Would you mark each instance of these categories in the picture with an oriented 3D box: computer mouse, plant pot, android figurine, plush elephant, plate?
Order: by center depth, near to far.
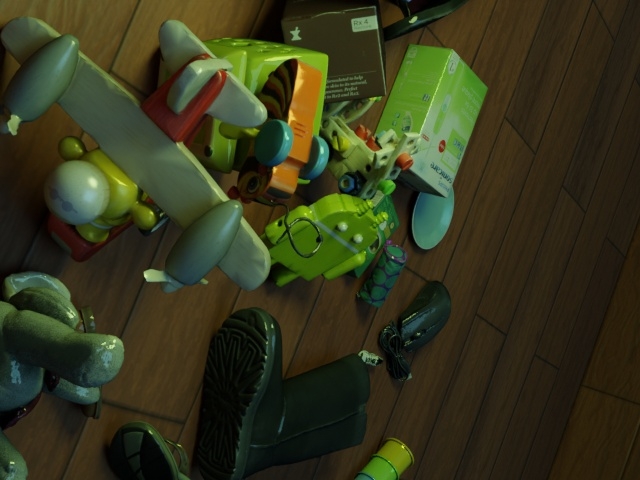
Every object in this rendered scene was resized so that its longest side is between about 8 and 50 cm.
[{"bbox_3d":[-0.427,0.179,1.338,0.272,0.330,0.255,-59,166,2],"label":"plush elephant"},{"bbox_3d":[-0.145,-0.221,1.563,0.207,0.228,0.227,-4,107,-46],"label":"plant pot"},{"bbox_3d":[0.000,0.000,1.828,0.248,0.272,0.056,39,28,-52],"label":"android figurine"},{"bbox_3d":[0.271,-0.071,2.323,0.188,0.024,0.188,-25,123,-46],"label":"plate"},{"bbox_3d":[0.260,0.216,2.378,0.272,0.072,0.188,-49,136,-30],"label":"computer mouse"}]

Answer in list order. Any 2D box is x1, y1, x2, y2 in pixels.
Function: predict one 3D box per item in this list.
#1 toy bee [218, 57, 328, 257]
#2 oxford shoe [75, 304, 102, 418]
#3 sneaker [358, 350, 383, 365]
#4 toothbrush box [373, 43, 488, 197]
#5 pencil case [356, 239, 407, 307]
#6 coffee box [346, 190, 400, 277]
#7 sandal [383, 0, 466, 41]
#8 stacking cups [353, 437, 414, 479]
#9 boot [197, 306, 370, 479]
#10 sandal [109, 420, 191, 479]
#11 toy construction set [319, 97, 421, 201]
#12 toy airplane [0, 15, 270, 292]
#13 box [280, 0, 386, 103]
[{"bbox_3d":[-0.082,-0.122,1.429,0.195,0.162,0.298,41,53,-32],"label":"toy bee"},{"bbox_3d":[-0.397,0.204,1.536,0.076,0.076,0.212,-11,118,-18],"label":"oxford shoe"},{"bbox_3d":[0.120,0.283,2.250,0.083,0.037,0.032,9,97,-52],"label":"sneaker"},{"bbox_3d":[0.245,-0.269,2.133,0.206,0.122,0.283,31,80,-53],"label":"toothbrush box"},{"bbox_3d":[0.141,0.078,2.137,0.064,0.070,0.152,3,129,-32],"label":"pencil case"},{"bbox_3d":[0.105,-0.018,2.112,0.184,0.040,0.113,-52,140,-28],"label":"coffee box"},{"bbox_3d":[0.237,-0.532,2.024,0.446,0.167,0.107,-42,108,-46],"label":"sandal"},{"bbox_3d":[0.103,0.616,2.311,0.316,0.096,0.096,-38,131,-37],"label":"stacking cups"},{"bbox_3d":[-0.038,0.295,1.954,0.445,0.146,0.367,-1,112,-49],"label":"boot"},{"bbox_3d":[-0.290,0.417,1.727,0.303,0.120,0.086,66,24,-43],"label":"sandal"},{"bbox_3d":[0.082,-0.206,1.815,0.151,0.328,0.215,22,115,-41],"label":"toy construction set"},{"bbox_3d":[-0.263,-0.113,1.307,0.272,0.386,0.385,-43,134,-52],"label":"toy airplane"},{"bbox_3d":[0.028,-0.366,1.707,0.203,0.168,0.167,-85,167,-57],"label":"box"}]
